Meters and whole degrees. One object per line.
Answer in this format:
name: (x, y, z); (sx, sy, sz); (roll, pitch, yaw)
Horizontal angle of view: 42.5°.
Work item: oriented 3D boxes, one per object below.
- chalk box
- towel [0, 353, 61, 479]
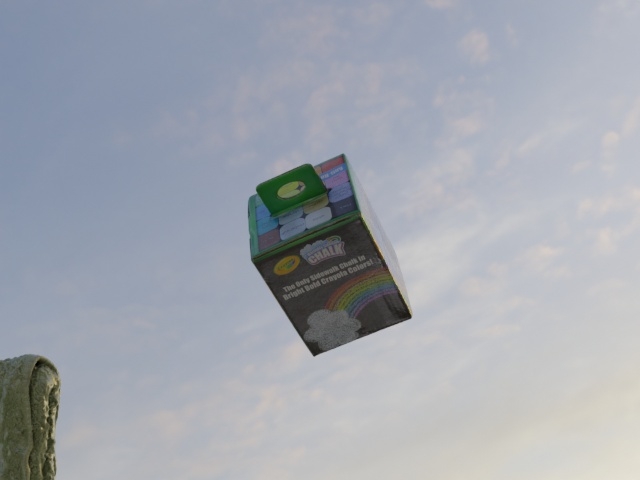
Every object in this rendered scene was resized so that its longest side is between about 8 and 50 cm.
chalk box: (0.000, 0.000, 0.938); (0.132, 0.132, 0.213); (-22, -56, 9)
towel: (-0.180, 0.135, 0.433); (0.110, 0.148, 0.027); (-7, -10, 29)
